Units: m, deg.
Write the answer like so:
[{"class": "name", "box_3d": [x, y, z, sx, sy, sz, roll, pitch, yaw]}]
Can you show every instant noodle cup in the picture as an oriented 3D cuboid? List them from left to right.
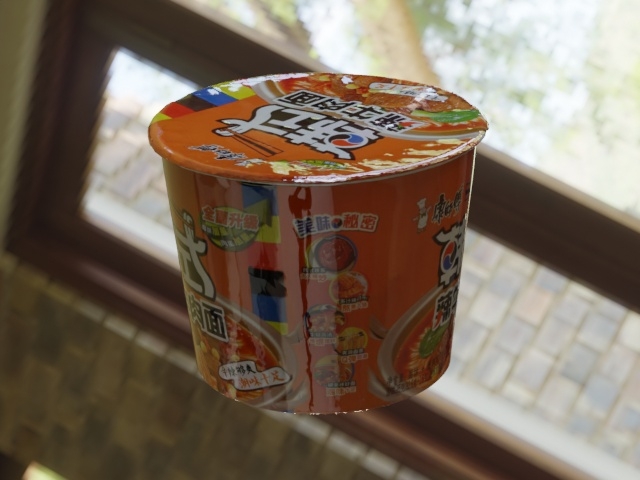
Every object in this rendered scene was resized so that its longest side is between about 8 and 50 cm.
[{"class": "instant noodle cup", "box_3d": [0.000, 0.000, 1.419, 0.250, 0.250, 0.192, -42, -44, -58]}]
